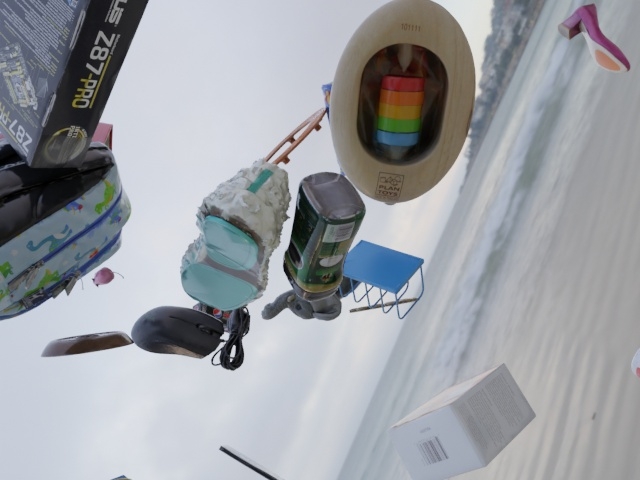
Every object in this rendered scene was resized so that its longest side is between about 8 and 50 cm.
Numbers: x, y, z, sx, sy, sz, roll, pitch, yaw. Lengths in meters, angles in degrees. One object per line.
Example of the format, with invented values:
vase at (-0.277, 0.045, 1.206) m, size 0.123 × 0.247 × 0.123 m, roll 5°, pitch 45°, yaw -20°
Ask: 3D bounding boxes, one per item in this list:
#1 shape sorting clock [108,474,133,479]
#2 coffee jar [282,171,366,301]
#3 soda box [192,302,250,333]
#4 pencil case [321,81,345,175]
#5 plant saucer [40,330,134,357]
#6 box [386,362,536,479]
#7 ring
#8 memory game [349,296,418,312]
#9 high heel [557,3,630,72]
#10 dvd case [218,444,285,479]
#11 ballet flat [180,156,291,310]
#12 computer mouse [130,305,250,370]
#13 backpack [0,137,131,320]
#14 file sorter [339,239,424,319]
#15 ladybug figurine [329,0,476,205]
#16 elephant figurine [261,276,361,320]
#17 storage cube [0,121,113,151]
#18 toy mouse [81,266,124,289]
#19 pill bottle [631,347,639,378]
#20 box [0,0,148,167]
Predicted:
shape sorting clock at (-0.584, 0.680, 1.548) m, size 0.206 × 0.040 × 0.206 m, roll -29°, pitch -26°, yaw -16°
coffee jar at (0.000, 0.000, 0.835) m, size 0.079 × 0.096 × 0.184 m, roll -13°, pitch -37°, yaw -25°
soda box at (-0.290, 0.229, 1.745) m, size 0.060 × 0.169 × 0.053 m, roll -33°, pitch 45°, yaw 42°
pencil case at (0.091, -0.357, 1.856) m, size 0.133 × 0.119 × 0.306 m, roll -34°, pitch -62°, yaw -48°
plant saucer at (-0.448, 0.197, 1.147) m, size 0.168 × 0.169 × 0.029 m, roll 4°, pitch -102°, yaw -79°
box at (0.206, 0.266, 0.867) m, size 0.171 × 0.091 × 0.130 m, roll -15°, pitch -19°, yaw -48°
ring at (-0.098, -0.279, 1.814) m, size 0.337 × 0.032 × 0.336 m, roll -41°, pitch 16°, yaw 14°
memory game at (0.160, 0.163, 1.510) m, size 0.186 × 0.186 × 0.012 m, roll 24°, pitch -125°, yaw -79°
high heel at (0.748, -0.535, 1.564) m, size 0.117 × 0.244 × 0.082 m, roll -35°, pitch -39°, yaw 2°
dvd case at (-0.207, 0.693, 1.841) m, size 0.018 × 0.221 × 0.164 m, roll -59°, pitch -8°, yaw -17°
ballet flat at (-0.120, 0.002, 0.905) m, size 0.147 × 0.147 × 0.409 m, roll -62°, pitch 7°, yaw -25°
computer mouse at (-0.305, 0.201, 1.386) m, size 0.188 × 0.272 × 0.072 m, roll -86°, pitch 2°, yaw -49°
backpack at (-0.475, -0.033, 0.928) m, size 0.355 × 0.290 × 0.273 m, roll -50°, pitch -32°, yaw -23°
file sorter at (0.136, 0.091, 1.361) m, size 0.118 × 0.170 × 0.104 m, roll -43°, pitch -44°, yaw -35°
ladybug figurine at (0.174, -0.295, 1.308) m, size 0.162 × 0.305 × 0.449 m, roll -80°, pitch -2°, yaw -64°
elephant figurine at (-0.004, 0.140, 1.546) m, size 0.169 × 0.186 × 0.239 m, roll 19°, pitch -81°, yaw -52°
storage cube at (-0.541, -0.137, 1.223) m, size 0.215 × 0.193 × 0.183 m, roll -105°, pitch 25°, yaw -56°
toy mouse at (-0.536, 0.070, 1.374) m, size 0.143 × 0.161 × 0.031 m, roll -54°, pitch 4°, yaw 27°
pill bottle at (0.613, 0.240, 0.956) m, size 0.193 × 0.108 × 0.108 m, roll 54°, pitch 135°, yaw 49°
box at (-0.427, -0.344, 0.845) m, size 0.097 × 0.395 × 0.318 m, roll -11°, pitch -40°, yaw -57°
